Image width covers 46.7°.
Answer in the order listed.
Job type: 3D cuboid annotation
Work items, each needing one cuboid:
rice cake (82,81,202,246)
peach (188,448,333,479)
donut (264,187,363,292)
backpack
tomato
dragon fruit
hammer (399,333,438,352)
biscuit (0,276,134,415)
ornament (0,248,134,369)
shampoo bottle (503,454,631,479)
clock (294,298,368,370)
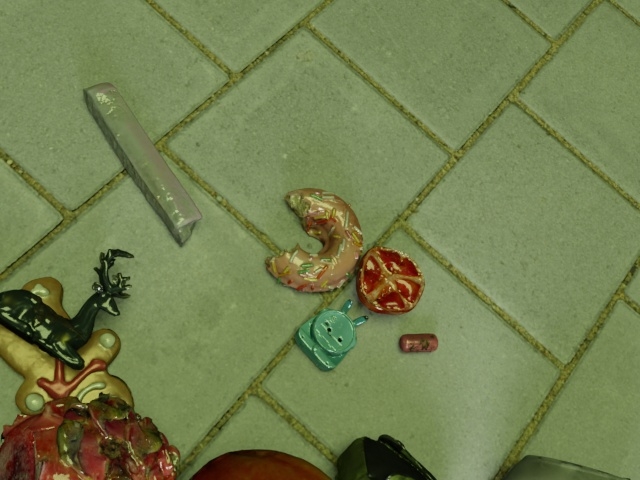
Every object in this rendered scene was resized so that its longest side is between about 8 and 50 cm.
[{"bbox_3d":[-0.368,-0.170,1.536,0.070,0.064,0.399,-30,79,-30],"label":"rice cake"},{"bbox_3d":[-0.091,0.516,1.206,0.290,0.372,0.372,-14,72,-38],"label":"peach"},{"bbox_3d":[0.000,0.000,1.561,0.199,0.085,0.233,18,67,-10],"label":"donut"},{"bbox_3d":[0.148,0.473,1.351,0.253,0.207,0.140,37,99,-9],"label":"backpack"},{"bbox_3d":[0.140,0.093,1.570,0.156,0.069,0.155,7,64,-15],"label":"tomato"},{"bbox_3d":[-0.376,0.391,1.218,0.291,0.269,0.250,17,50,-47],"label":"dragon fruit"},{"bbox_3d":[0.206,0.216,1.556,0.083,0.043,0.043,1,69,-17],"label":"hammer"},{"bbox_3d":[-0.471,0.222,1.360,0.216,0.047,0.339,-36,81,-24],"label":"biscuit"},{"bbox_3d":[-0.455,0.092,1.359,0.202,0.080,0.236,34,61,-3],"label":"ornament"},{"bbox_3d":[0.455,0.550,1.362,0.273,0.273,0.266,17,73,-9],"label":"shampoo bottle"},{"bbox_3d":[0.028,0.186,1.515,0.108,0.045,0.147,47,64,4],"label":"clock"}]
